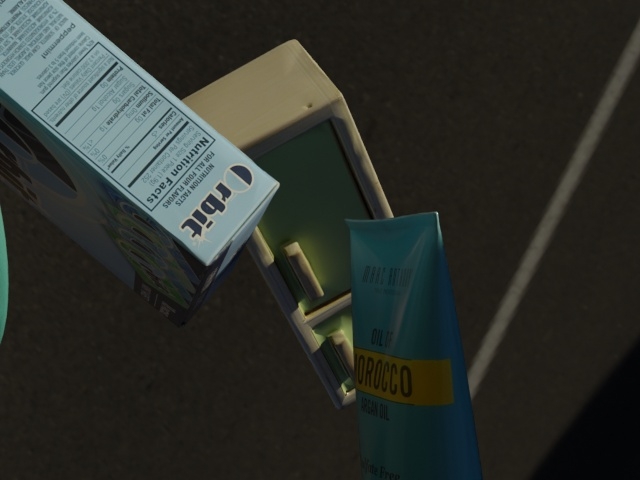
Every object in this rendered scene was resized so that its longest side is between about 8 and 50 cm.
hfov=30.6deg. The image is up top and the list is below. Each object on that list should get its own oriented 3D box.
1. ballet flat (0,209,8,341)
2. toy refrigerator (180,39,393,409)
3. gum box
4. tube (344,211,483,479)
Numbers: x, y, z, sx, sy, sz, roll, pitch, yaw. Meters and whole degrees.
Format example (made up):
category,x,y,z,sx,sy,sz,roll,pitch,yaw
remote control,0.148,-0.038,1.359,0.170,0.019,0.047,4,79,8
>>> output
category,x,y,z,sx,sy,sz,roll,pitch,yaw
ballet flat,-0.124,-0.053,0.268,0.068,0.072,0.213,-32,124,-55
toy refrigerator,0.000,0.000,0.849,0.102,0.094,0.269,-29,134,-5
gum box,-0.107,-0.048,0.448,0.041,0.184,0.157,-49,180,-16
tube,0.039,0.093,0.441,0.052,0.080,0.207,-8,93,-26
